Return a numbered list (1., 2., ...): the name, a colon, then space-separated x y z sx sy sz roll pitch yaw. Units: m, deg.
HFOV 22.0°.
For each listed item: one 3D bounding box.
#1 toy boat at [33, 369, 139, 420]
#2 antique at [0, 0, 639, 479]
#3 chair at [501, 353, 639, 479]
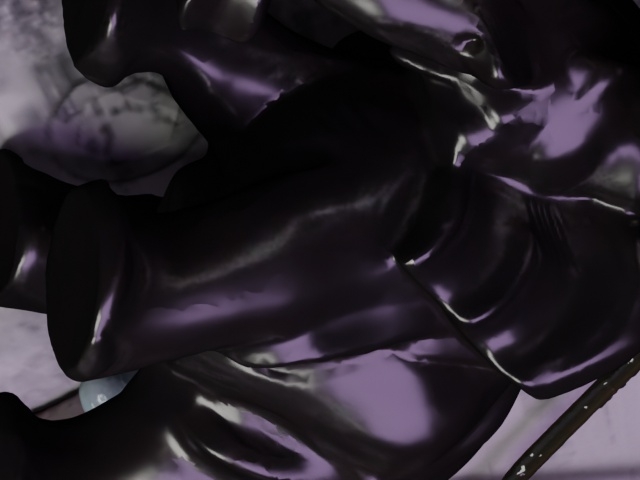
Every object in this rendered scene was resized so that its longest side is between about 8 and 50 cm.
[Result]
1. toy boat: -0.099 0.151 0.891 0.155 0.085 0.227 -30 142 5
2. antique: 0.000 0.000 0.696 0.255 0.185 0.322 5 135 -23
3. chair: 0.317 0.198 0.971 0.410 0.365 0.362 7 132 -41
